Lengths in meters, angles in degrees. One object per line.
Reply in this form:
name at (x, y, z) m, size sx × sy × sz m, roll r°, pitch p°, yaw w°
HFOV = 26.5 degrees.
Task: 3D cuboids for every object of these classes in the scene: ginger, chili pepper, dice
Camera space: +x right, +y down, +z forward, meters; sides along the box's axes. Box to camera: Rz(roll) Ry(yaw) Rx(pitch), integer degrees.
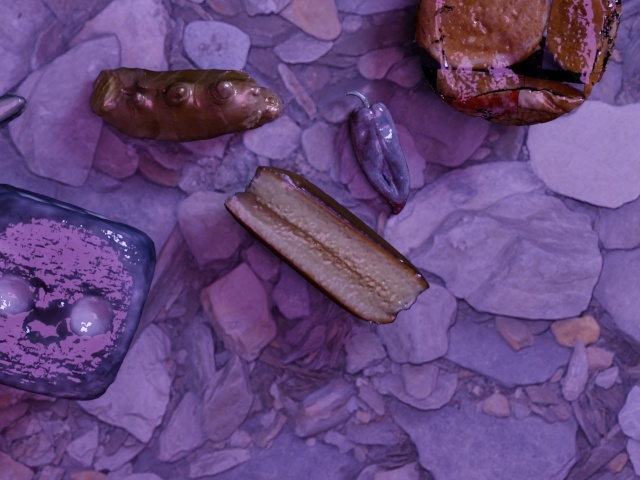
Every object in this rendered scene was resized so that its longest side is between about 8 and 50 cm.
ginger at (-0.133, -0.140, 1.409) m, size 0.206 × 0.115 × 0.081 m, roll -2°, pitch 113°, yaw -13°
chili pepper at (0.066, -0.098, 1.511) m, size 0.050 × 0.041 × 0.153 m, roll -12°, pitch 104°, yaw 28°
dice at (-0.278, 0.050, 1.354) m, size 0.183 × 0.182 × 0.181 m, roll 18°, pitch 93°, yaw -17°

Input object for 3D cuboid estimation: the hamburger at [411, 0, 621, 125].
hamburger at (0.214, -0.237, 1.478) m, size 0.231 × 0.107 × 0.230 m, roll 4°, pitch 106°, yaw 15°

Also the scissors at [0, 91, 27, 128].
scissors at (-0.427, -0.077, 1.368) m, size 0.289 × 0.041 × 0.138 m, roll -28°, pitch 96°, yaw -10°

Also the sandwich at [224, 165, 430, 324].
sandwich at (0.000, 0.000, 1.483) m, size 0.244 × 0.088 × 0.090 m, roll 37°, pitch 94°, yaw -21°
